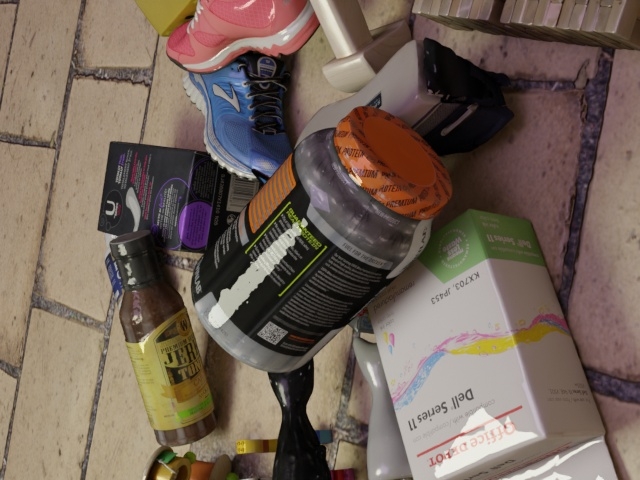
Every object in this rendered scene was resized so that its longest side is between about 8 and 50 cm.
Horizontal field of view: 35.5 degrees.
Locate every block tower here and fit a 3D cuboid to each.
[{"bbox_3d":[0.256,-0.297,1.216,0.335,0.097,0.091,22,100,49],"label":"block tower"}]

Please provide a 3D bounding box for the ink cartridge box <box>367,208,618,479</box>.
[{"bbox_3d":[0.192,0.167,1.184,0.207,0.119,0.353,-37,57,38],"label":"ink cartridge box"}]

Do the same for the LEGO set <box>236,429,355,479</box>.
[{"bbox_3d":[-0.066,0.321,1.462,0.227,0.093,0.087,-21,68,44],"label":"LEGO set"}]

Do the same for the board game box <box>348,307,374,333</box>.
[{"bbox_3d":[0.048,0.030,1.412,0.194,0.060,0.194,-58,47,24],"label":"board game box"}]

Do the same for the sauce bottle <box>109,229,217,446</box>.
[{"bbox_3d":[-0.257,0.156,1.595,0.111,0.111,0.344,1,111,48],"label":"sauce bottle"}]

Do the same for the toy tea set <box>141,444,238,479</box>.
[{"bbox_3d":[-0.215,0.428,1.470,0.124,0.336,0.200,14,133,20],"label":"toy tea set"}]

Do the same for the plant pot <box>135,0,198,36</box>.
[{"bbox_3d":[-0.199,-0.452,1.653,0.212,0.212,0.187,-29,75,53],"label":"plant pot"}]

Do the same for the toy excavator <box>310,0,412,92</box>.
[{"bbox_3d":[0.007,-0.488,1.391,0.222,0.433,0.445,-9,49,42],"label":"toy excavator"}]

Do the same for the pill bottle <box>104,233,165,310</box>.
[{"bbox_3d":[-0.336,0.051,1.804,0.094,0.094,0.169,-47,52,32],"label":"pill bottle"}]

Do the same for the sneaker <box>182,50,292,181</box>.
[{"bbox_3d":[-0.115,-0.216,1.582,0.147,0.130,0.330,-54,48,30],"label":"sneaker"}]

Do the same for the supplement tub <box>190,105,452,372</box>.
[{"bbox_3d":[0.000,0.000,1.204,0.316,0.193,0.193,-46,53,31],"label":"supplement tub"}]

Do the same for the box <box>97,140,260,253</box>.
[{"bbox_3d":[-0.240,-0.071,1.682,0.270,0.143,0.165,12,93,48],"label":"box"}]

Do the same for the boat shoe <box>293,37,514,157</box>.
[{"bbox_3d":[0.103,-0.134,1.317,0.340,0.158,0.127,-29,53,53],"label":"boat shoe"}]

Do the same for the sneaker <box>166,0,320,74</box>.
[{"bbox_3d":[-0.139,-0.348,1.514,0.314,0.136,0.116,-3,49,43],"label":"sneaker"}]

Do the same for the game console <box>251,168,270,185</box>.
[{"bbox_3d":[-0.051,-0.019,1.420,0.144,0.085,0.124,33,107,48],"label":"game console"}]

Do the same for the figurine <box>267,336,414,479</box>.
[{"bbox_3d":[0.031,0.233,1.339,0.215,0.092,0.209,-15,65,15],"label":"figurine"}]
